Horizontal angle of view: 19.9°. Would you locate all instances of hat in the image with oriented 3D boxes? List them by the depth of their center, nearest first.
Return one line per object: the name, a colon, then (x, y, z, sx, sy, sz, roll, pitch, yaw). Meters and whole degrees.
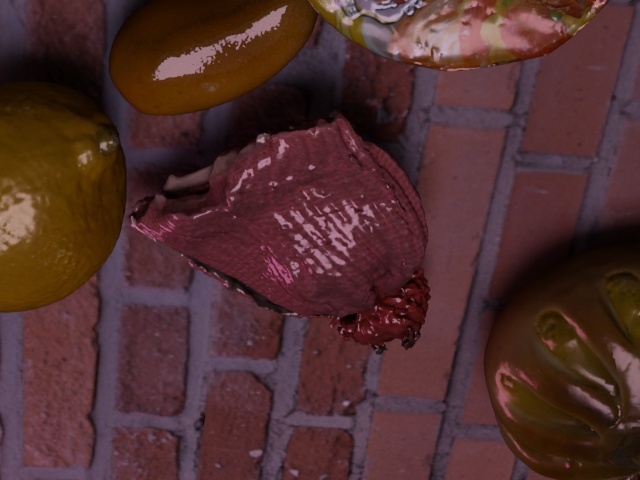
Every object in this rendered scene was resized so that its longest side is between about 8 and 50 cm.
hat: (0.000, 0.000, 1.601, 0.236, 0.107, 0.286, -22, 132, 34)

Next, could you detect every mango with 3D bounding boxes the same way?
mango: (-0.084, -0.164, 1.481, 0.184, 0.085, 0.102, -24, 122, 5)

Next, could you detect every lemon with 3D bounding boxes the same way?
lemon: (-0.252, -0.037, 1.515, 0.187, 0.187, 0.244, 30, 131, -24)

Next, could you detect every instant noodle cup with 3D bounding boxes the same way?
instant noodle cup: (0.095, -0.284, 1.305, 0.264, 0.200, 0.264, -1, 129, -1)

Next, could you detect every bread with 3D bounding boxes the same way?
bread: (0.312, 0.149, 1.685, 0.333, 0.160, 0.333, 3, 132, 4)
